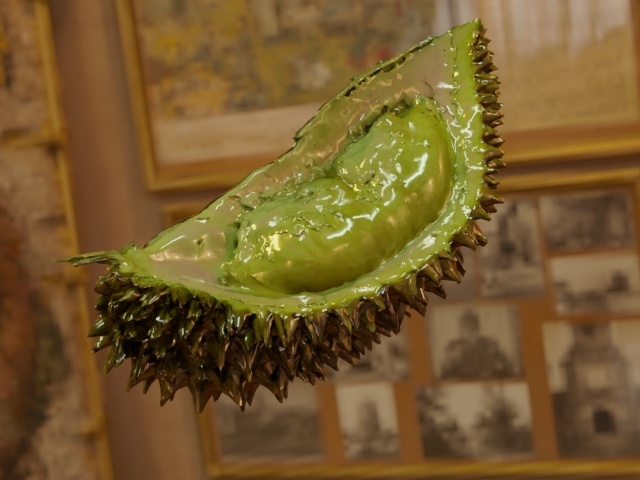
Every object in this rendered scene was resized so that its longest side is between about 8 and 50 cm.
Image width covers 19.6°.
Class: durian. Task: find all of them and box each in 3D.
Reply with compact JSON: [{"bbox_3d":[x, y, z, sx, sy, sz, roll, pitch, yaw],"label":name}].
[{"bbox_3d":[0.000,0.000,1.280,0.352,0.169,0.158,-35,-4,-16],"label":"durian"}]
